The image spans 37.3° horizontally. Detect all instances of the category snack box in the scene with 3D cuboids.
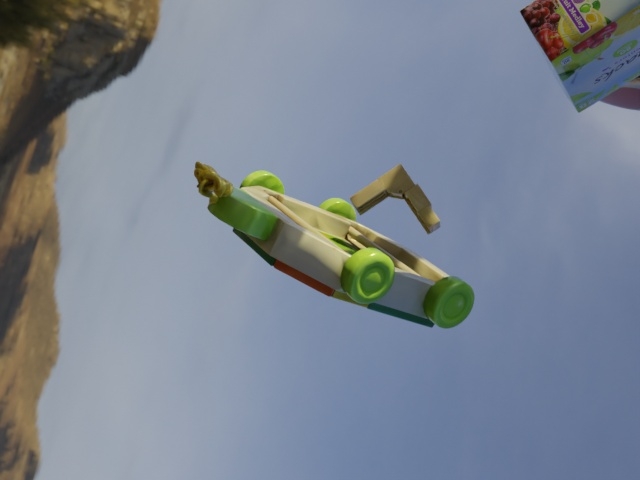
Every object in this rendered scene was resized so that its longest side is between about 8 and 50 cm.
[{"bbox_3d":[0.316,-0.229,0.931,0.207,0.174,0.070,-31,-109,15],"label":"snack box"}]

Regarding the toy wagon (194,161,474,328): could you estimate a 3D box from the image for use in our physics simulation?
[{"bbox_3d":[0.000,0.000,1.046,0.267,0.344,0.068,37,-75,52],"label":"toy wagon"}]

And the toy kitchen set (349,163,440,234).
[{"bbox_3d":[0.091,-0.031,1.127,0.075,0.083,0.068,-33,166,1],"label":"toy kitchen set"}]

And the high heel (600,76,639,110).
[{"bbox_3d":[0.540,-0.292,1.346,0.377,0.127,0.181,0,-109,56],"label":"high heel"}]
